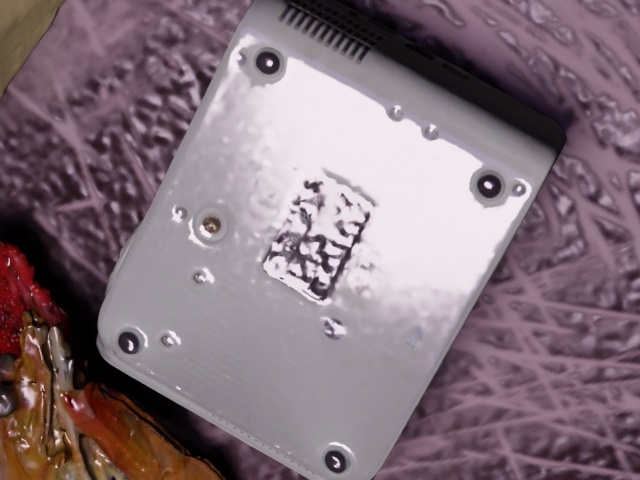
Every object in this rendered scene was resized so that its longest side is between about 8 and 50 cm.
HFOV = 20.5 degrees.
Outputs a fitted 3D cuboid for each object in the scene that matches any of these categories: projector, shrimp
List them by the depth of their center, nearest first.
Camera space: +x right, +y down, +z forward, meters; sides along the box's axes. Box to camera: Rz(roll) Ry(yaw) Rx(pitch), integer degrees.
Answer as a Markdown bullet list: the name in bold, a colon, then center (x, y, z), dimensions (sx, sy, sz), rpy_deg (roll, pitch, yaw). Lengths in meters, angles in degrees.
- **projector**: center (0.000, 0.000, 1.053), dimensions (0.198, 0.108, 0.250), rpy_deg (30, 111, 4)
- **shrimp**: center (-0.137, 0.158, 1.120), dimensions (0.154, 0.062, 0.294), rpy_deg (-17, 127, -2)

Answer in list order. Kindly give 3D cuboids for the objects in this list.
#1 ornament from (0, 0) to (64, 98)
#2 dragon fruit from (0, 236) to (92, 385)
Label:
- **ornament**: center (-0.202, -0.117, 1.051), dimensions (0.059, 0.201, 0.180), rpy_deg (28, 154, 3)
- **dragon fruit**: center (-0.231, 0.069, 1.148), dimensions (0.127, 0.120, 0.161), rpy_deg (18, 91, 39)
